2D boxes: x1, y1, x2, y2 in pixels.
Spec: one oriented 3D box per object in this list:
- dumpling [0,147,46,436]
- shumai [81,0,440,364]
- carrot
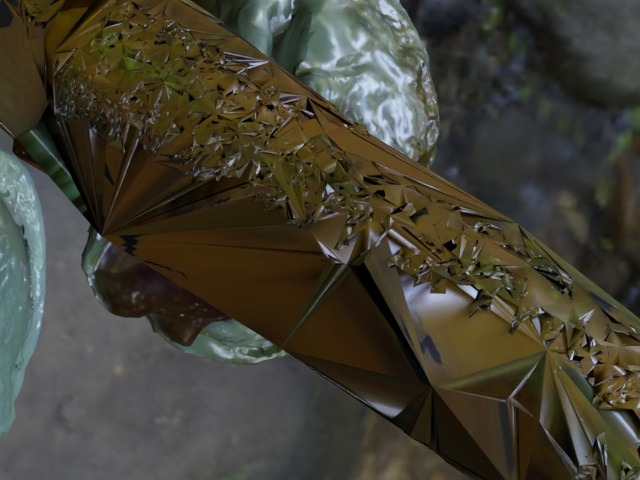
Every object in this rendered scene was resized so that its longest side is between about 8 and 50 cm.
[{"bbox_3d":[-0.221,0.017,1.133,0.149,0.105,0.216,-30,117,-21],"label":"dumpling"},{"bbox_3d":[-0.048,-0.070,1.024,0.203,0.222,0.271,55,23,-70],"label":"shumai"},{"bbox_3d":[0.001,-0.001,0.458,0.069,0.229,0.069,-44,157,-25],"label":"carrot"}]
